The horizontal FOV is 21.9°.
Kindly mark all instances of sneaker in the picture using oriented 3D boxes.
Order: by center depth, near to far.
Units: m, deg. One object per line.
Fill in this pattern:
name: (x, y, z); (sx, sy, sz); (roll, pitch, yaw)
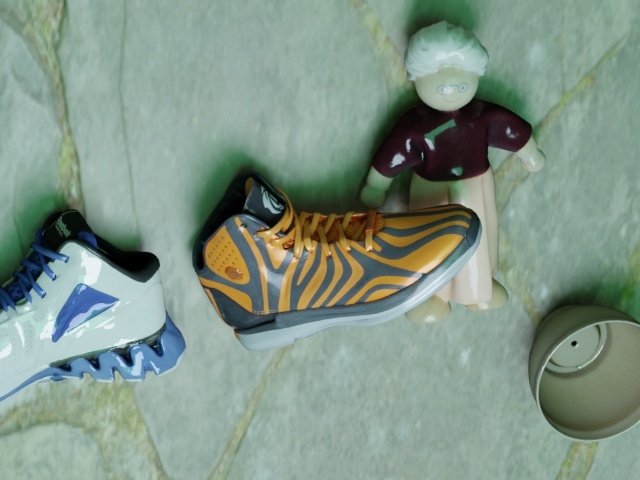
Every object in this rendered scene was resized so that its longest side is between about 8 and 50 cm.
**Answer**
sneaker: (0.000, 0.000, 1.753); (0.321, 0.124, 0.180); (-22, 119, 23)
sneaker: (-0.303, 0.062, 1.756); (0.315, 0.127, 0.182); (-9, 114, -18)

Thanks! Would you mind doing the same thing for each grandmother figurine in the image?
grandmother figurine: (0.148, -0.080, 1.810); (0.208, 0.104, 0.342); (-17, 121, -16)

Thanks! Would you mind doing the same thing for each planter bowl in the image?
planter bowl: (0.314, 0.141, 1.953); (0.162, 0.109, 0.162); (-6, 116, -11)
